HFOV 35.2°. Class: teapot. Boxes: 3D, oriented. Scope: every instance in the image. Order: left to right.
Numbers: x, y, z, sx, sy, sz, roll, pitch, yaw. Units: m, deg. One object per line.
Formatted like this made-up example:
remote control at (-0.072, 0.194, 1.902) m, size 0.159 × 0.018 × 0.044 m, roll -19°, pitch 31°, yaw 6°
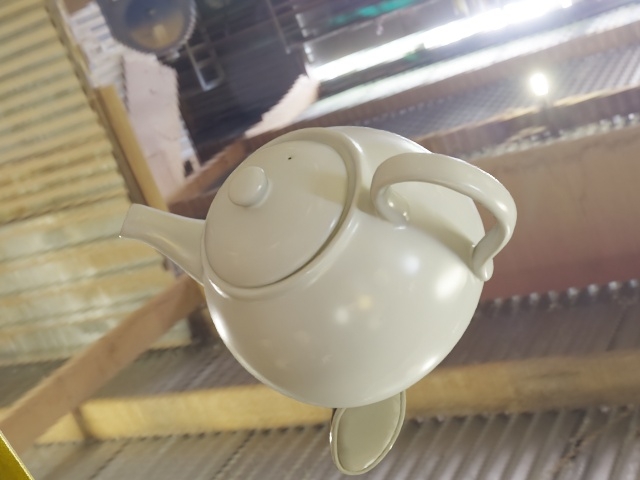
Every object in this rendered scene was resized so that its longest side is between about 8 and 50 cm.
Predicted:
teapot at (0.000, 0.000, 0.803) m, size 0.256 × 0.187 × 0.252 m, roll -42°, pitch -137°, yaw 5°

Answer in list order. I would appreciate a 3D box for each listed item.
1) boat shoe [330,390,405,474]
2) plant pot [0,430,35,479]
boat shoe at (0.047, 0.143, 1.049) m, size 0.075 × 0.206 × 0.065 m, roll 3°, pitch -161°, yaw -16°
plant pot at (-0.379, 0.245, 0.827) m, size 0.187 × 0.212 × 0.212 m, roll -17°, pitch -152°, yaw 12°
